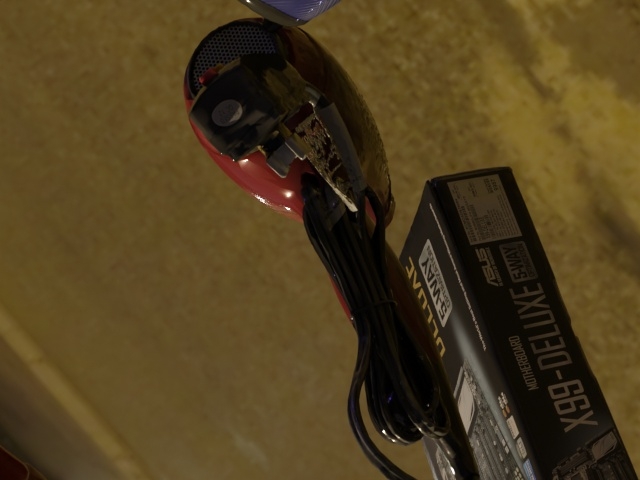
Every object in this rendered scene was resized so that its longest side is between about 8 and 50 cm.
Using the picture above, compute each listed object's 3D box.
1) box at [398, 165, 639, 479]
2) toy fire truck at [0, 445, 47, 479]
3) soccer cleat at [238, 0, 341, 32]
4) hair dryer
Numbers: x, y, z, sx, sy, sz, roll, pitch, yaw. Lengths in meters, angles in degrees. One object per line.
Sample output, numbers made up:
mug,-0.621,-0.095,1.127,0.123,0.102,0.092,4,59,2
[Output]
box,0.146,0.130,1.269,0.242,0.077,0.307,107,148,-59
toy fire truck,-0.283,0.091,0.939,0.254,0.169,0.302,41,161,-30
soccer cleat,-0.025,-0.227,0.716,0.093,0.121,0.289,19,-136,-45
hair dryer,0.000,0.000,0.736,0.293,0.080,0.223,-72,-40,-73
